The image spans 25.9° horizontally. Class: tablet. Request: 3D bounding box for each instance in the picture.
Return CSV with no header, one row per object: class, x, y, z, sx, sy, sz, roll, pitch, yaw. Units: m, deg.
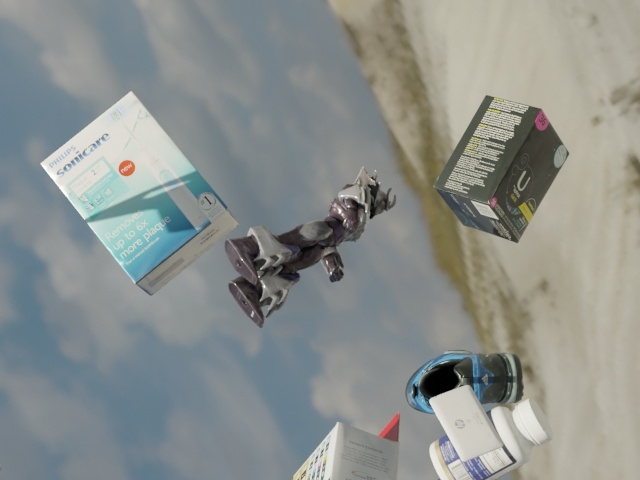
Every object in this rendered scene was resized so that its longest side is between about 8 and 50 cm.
tablet,0.163,0.204,1.556,0.083,0.054,0.006,61,157,28

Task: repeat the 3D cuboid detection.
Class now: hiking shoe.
hiking shoe,0.209,0.231,2.329,0.132,0.304,0.113,4,-105,-26

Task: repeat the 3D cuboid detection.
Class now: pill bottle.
pill bottle,0.255,0.303,2.062,0.094,0.169,0.094,53,-164,-22

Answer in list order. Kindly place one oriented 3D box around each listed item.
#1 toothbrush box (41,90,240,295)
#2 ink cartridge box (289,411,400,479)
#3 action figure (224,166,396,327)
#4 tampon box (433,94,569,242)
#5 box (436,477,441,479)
toothbrush box,-0.325,-0.085,2.524,0.295,0.216,0.126,51,177,16
ink cartridge box,0.021,0.473,2.529,0.130,0.309,0.272,20,-132,-13
action figure,0.000,0.000,1.945,0.099,0.285,0.185,43,148,27
tampon box,0.259,-0.102,1.975,0.101,0.161,0.120,21,164,39
box,0.189,0.509,2.161,0.117,0.243,0.213,56,172,-26
